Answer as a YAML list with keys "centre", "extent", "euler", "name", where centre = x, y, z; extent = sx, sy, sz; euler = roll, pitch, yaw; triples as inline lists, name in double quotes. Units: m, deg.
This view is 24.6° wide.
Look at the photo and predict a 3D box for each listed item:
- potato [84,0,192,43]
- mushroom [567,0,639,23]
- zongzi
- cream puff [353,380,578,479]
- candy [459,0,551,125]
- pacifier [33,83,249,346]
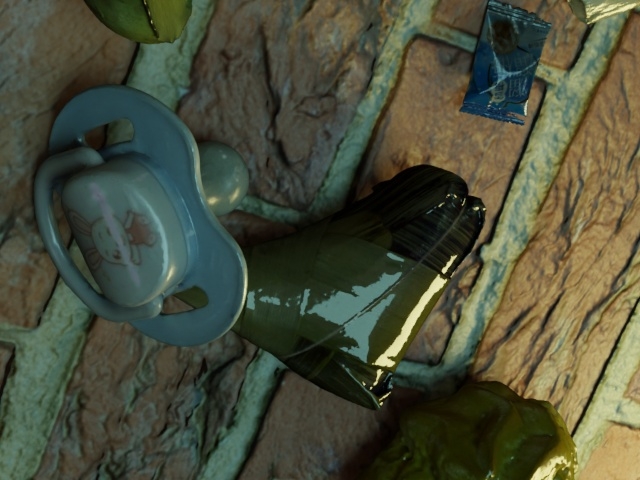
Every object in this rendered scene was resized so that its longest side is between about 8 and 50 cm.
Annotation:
- centre: [-0.206, -0.307, 1.394]
  extent: [0.111, 0.160, 0.272]
  euler: [0, 130, 13]
  name: "potato"
- centre: [0.389, -0.306, 1.757]
  extent: [0.202, 0.054, 0.059]
  euler: [-18, 122, -14]
  name: "mushroom"
- centre: [0.000, 0.000, 1.648]
  extent: [0.317, 0.154, 0.289]
  euler: [32, 87, -26]
  name: "zongzi"
- centre: [0.214, 0.325, 1.835]
  extent: [0.323, 0.270, 0.274]
  euler: [-9, 112, -26]
  name: "cream puff"
- centre: [0.218, -0.208, 1.722]
  extent: [0.088, 0.038, 0.136]
  euler: [11, 100, -18]
  name: "candy"
- centre: [-0.163, -0.034, 1.534]
  extent: [0.226, 0.238, 0.287]
  euler: [-31, 100, -48]
  name: "pacifier"
